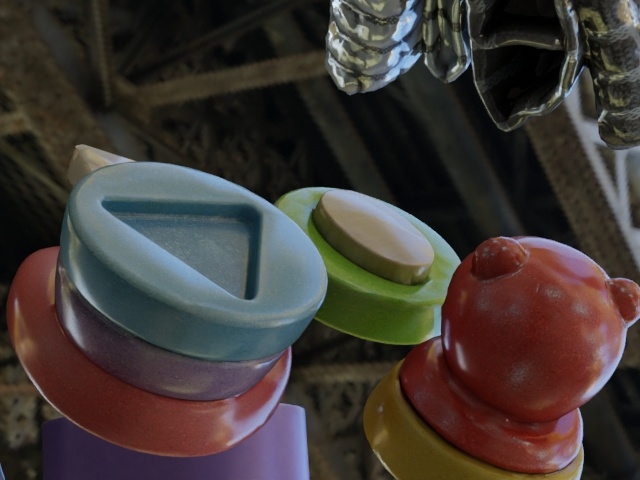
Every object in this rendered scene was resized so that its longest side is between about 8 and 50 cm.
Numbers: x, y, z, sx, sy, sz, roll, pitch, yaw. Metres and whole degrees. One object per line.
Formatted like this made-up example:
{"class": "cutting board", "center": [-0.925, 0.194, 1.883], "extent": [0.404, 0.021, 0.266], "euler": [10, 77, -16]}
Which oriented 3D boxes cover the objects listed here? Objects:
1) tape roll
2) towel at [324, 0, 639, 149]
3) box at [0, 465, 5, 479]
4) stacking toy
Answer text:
{"class": "tape roll", "center": [-0.101, 0.164, 1.065], "extent": [0.189, 0.080, 0.189], "euler": [-4, -11, -1]}
{"class": "towel", "center": [0.112, -0.193, 0.482], "extent": [0.121, 0.284, 0.235], "euler": [23, -31, 12]}
{"class": "box", "center": [-0.467, 0.095, 1.231], "extent": [0.212, 0.293, 0.395], "euler": [-11, -80, 23]}
{"class": "stacking toy", "center": [0.000, 0.000, 0.804], "extent": [0.309, 0.279, 0.130], "euler": [13, -61, -19]}
